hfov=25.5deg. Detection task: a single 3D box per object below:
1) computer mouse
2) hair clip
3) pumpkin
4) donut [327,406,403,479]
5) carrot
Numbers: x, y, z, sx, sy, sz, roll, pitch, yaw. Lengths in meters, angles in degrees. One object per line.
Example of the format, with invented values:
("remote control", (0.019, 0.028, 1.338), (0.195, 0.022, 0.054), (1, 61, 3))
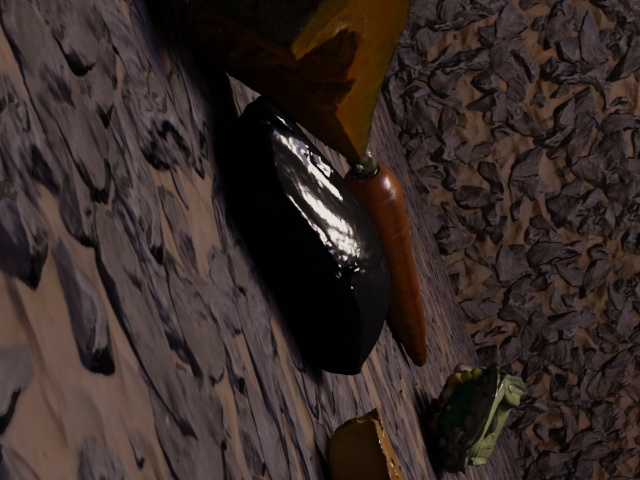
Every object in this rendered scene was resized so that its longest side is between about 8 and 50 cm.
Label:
("computer mouse", (0.000, 0.000, 0.960), (0.122, 0.073, 0.217), (-104, 169, -52))
("hair clip", (0.172, 0.202, 1.678), (0.091, 0.138, 0.321), (27, -3, 14))
("pumpkin", (-0.012, -0.159, 0.947), (0.126, 0.131, 0.248), (-62, 167, -8))
("donut", (0.034, 0.160, 0.921), (0.108, 0.043, 0.097), (36, 35, -80))
("carrot", (0.075, 0.029, 1.551), (0.069, 0.069, 0.336), (-100, 175, -50))
